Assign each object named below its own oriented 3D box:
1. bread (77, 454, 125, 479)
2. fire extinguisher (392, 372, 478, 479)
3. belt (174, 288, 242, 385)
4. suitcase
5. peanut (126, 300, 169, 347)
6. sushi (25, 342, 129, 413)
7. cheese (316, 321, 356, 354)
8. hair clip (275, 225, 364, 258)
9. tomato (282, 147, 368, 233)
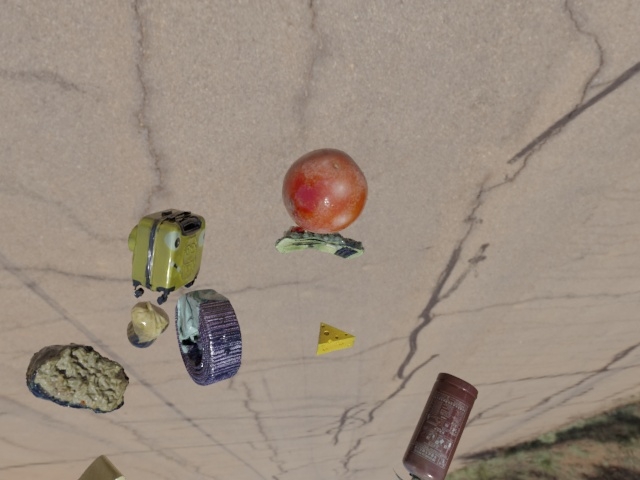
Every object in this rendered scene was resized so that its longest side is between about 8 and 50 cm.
[{"bbox_3d":[-0.716,0.793,1.495,0.178,0.139,0.060,8,138,46],"label":"bread"},{"bbox_3d":[0.239,0.423,0.983,0.104,0.269,0.105,26,161,10],"label":"fire extinguisher"},{"bbox_3d":[-0.323,0.270,1.296,0.122,0.261,0.324,-9,170,-32],"label":"belt"},{"bbox_3d":[-0.420,0.029,1.253,0.143,0.194,0.235,14,104,10],"label":"suitcase"},{"bbox_3d":[-0.715,0.355,1.913,0.159,0.143,0.291,13,140,-20],"label":"peanut"},{"bbox_3d":[-0.845,0.489,1.634,0.170,0.211,0.350,-10,138,36],"label":"sushi"},{"bbox_3d":[0.074,0.461,2.128,0.171,0.126,0.093,8,135,-2],"label":"cheese"},{"bbox_3d":[0.001,-0.001,1.616,0.321,0.091,0.138,8,154,-31],"label":"hair clip"},{"bbox_3d":[0.004,-0.150,1.414,0.264,0.265,0.265,-5,148,-3],"label":"tomato"}]
